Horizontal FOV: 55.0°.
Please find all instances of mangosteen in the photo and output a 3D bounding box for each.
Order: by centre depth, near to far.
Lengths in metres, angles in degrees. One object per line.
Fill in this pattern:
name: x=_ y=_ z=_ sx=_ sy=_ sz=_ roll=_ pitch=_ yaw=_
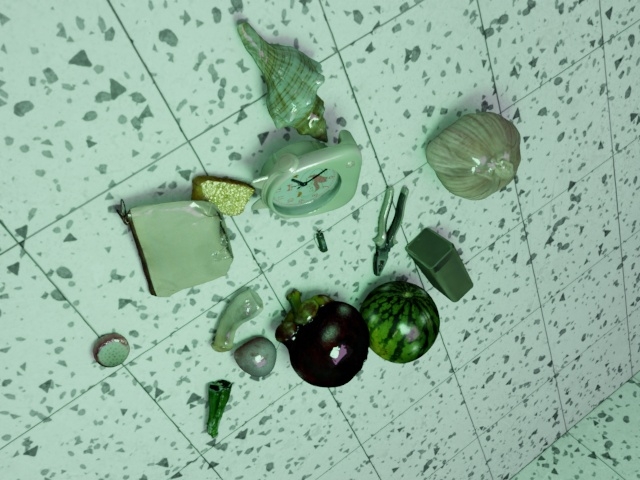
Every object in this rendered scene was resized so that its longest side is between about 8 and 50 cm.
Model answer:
mangosteen: x=0.007 y=0.332 z=1.992 sx=0.313 sy=0.297 sz=0.297 roll=13 pitch=107 yaw=-27

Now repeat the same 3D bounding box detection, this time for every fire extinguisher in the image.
fire extinguisher: x=0.000 y=0.000 z=1.981 sx=0.038 sy=0.025 sz=0.083 roll=-13 pitch=123 yaw=2

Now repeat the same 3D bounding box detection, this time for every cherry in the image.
cherry: x=-0.202 y=0.348 z=1.996 sx=0.148 sy=0.115 sz=0.188 roll=12 pitch=94 yaw=-7

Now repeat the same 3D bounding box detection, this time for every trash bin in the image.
trash bin: x=0.430 y=0.093 z=2.202 sx=0.122 sy=0.164 sz=0.240 roll=-43 pitch=131 yaw=-4

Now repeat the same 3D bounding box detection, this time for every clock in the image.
clock: x=-0.048 y=-0.177 z=1.753 sx=0.324 sy=0.109 sz=0.265 roll=-14 pitch=151 yaw=-16

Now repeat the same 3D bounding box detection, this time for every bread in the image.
bread: x=-0.273 y=-0.126 z=1.734 sx=0.187 sy=0.065 sz=0.103 roll=11 pitch=102 yaw=-36

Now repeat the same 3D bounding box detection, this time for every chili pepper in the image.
chili pepper: x=-0.343 y=0.570 z=2.047 sx=0.088 sy=0.059 sz=0.227 roll=-6 pitch=119 yaw=-33

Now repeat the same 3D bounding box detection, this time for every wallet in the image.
wallet: x=-0.390 y=0.011 z=1.700 sx=0.274 sy=0.068 sz=0.335 roll=-11 pitch=128 yaw=-6

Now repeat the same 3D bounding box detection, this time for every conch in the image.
conch: x=-0.070 y=-0.420 z=1.644 sx=0.203 sy=0.169 sz=0.386 roll=-56 pitch=138 yaw=-33

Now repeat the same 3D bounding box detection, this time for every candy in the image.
candy: x=-0.602 y=0.318 z=1.771 sx=0.103 sy=0.043 sz=0.103 roll=-13 pitch=120 yaw=-24

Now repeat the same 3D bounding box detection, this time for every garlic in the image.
garlic: x=0.510 y=-0.268 z=2.003 sx=0.317 sy=0.259 sz=0.318 roll=-14 pitch=117 yaw=-29

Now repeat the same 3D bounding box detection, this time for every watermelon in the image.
watermelon: x=0.272 y=0.281 z=2.118 sx=0.285 sy=0.285 sz=0.285 roll=-13 pitch=120 yaw=-25

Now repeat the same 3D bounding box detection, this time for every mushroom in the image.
mushroom: x=-0.269 y=0.254 z=1.916 sx=0.092 sy=0.081 sz=0.223 roll=35 pitch=96 yaw=-18

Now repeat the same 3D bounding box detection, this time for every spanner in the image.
spanner: x=0.229 y=-0.028 z=2.093 sx=0.095 sy=0.040 sz=0.325 roll=1 pitch=112 yaw=-30
